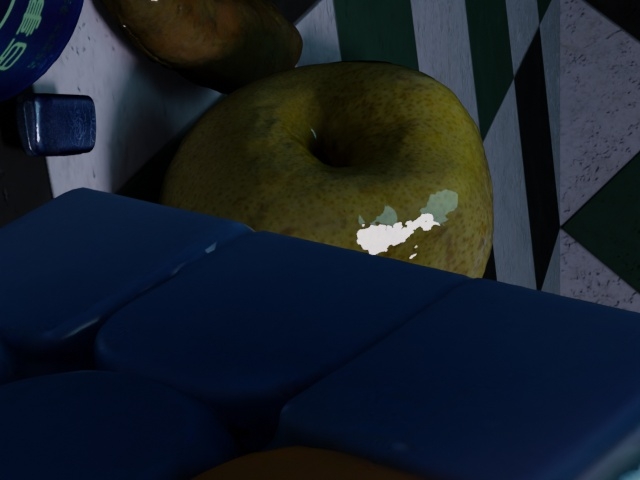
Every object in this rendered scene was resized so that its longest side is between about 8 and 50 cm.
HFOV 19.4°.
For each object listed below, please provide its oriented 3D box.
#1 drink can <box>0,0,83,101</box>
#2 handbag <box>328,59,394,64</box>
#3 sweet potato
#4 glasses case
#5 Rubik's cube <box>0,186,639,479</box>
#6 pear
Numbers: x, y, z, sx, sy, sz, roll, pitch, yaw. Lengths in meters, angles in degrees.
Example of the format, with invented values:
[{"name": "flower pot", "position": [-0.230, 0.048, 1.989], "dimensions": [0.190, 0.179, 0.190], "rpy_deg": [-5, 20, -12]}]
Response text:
[{"name": "drink can", "position": [-0.173, -0.109, 0.702], "dimensions": [0.205, 0.118, 0.118], "rpy_deg": [-10, 96, -74]}, {"name": "handbag", "position": [0.043, -0.039, 1.625], "dimensions": [0.247, 0.080, 0.223], "rpy_deg": [1, 93, -78]}, {"name": "sweet potato", "position": [-0.077, -0.134, 1.191], "dimensions": [0.273, 0.075, 0.075], "rpy_deg": [10, 77, -71]}, {"name": "glasses case", "position": [-0.143, -0.061, 0.991], "dimensions": [0.083, 0.023, 0.033], "rpy_deg": [-12, 104, -74]}, {"name": "Rubik's cube", "position": [-0.054, 0.183, 0.552], "dimensions": [0.290, 0.292, 0.291], "rpy_deg": [-32, 123, -39]}, {"name": "pear", "position": [0.000, 0.000, 1.178], "dimensions": [0.188, 0.228, 0.211], "rpy_deg": [51, -29, 33]}]
